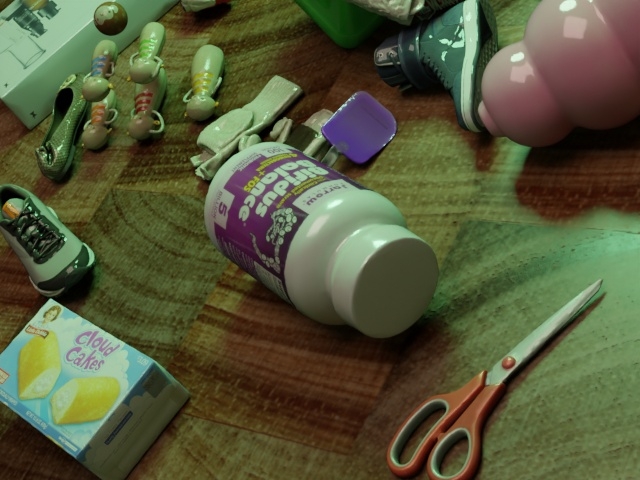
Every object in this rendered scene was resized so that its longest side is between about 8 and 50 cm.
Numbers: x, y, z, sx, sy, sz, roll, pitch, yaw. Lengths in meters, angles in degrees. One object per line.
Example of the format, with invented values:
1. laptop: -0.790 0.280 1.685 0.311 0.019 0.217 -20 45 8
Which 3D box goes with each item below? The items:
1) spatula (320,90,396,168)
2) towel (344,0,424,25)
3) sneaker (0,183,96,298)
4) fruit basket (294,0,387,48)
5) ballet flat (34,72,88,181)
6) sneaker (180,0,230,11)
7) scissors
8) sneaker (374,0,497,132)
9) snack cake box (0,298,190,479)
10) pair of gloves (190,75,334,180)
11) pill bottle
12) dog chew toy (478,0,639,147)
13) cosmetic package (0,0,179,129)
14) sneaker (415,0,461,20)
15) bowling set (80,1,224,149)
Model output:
1. spatula: -0.013 -0.078 1.597 0.084 0.030 0.296 41 86 12
2. towel: 0.033 -0.422 1.604 0.282 0.049 0.187 21 85 7
3. sneaker: -0.431 -0.002 1.782 0.100 0.108 0.271 -43 42 -9
4. fruit basket: 0.076 -0.502 1.815 0.392 0.392 0.283 -44 83 -7
5. ballet flat: -0.443 -0.203 2.004 0.084 0.058 0.249 -39 34 39
6. sneaker: -0.184 -0.506 2.101 0.118 0.107 0.279 -4 51 10
7. scissors: 0.183 0.141 1.262 0.109 0.021 0.297 21 68 48
8. sneaker: 0.153 -0.213 1.568 0.164 0.086 0.226 -16 46 26
9. snack cake box: -0.310 0.191 1.525 0.264 0.089 0.152 21 68 45
10. pair of gloves: -0.087 -0.144 1.712 0.204 0.042 0.240 -41 39 -3
11. pill bottle: 0.000 0.000 1.416 0.169 0.169 0.301 -47 41 -10
12. dog chew toy: 0.333 -0.224 1.369 0.332 0.206 0.206 -32 40 19
13. cosmetic package: -0.469 -0.408 2.201 0.377 0.097 0.284 -43 43 -5
14. sneaker: 0.176 -0.351 1.712 0.118 0.042 0.067 10 55 50
15. bowling set: -0.315 -0.263 1.880 0.287 0.200 0.154 -20 45 26
